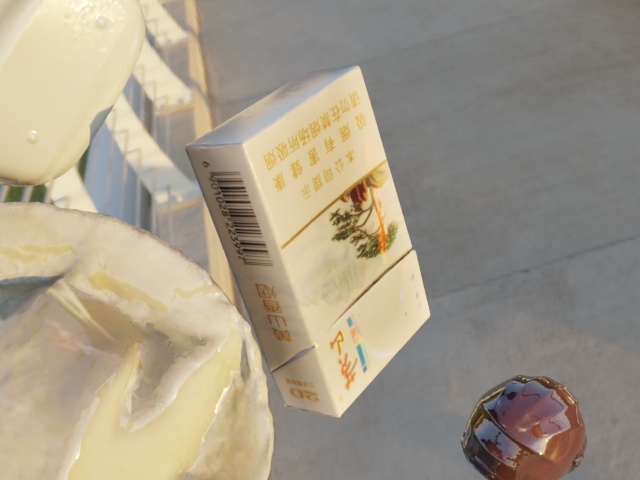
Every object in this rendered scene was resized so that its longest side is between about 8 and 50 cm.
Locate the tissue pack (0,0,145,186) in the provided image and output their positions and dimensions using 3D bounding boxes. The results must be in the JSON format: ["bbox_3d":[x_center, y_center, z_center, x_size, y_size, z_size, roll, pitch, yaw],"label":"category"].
[{"bbox_3d":[-0.326,-0.199,0.649,0.229,0.333,0.236,-59,36,-1],"label":"tissue pack"}]

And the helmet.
[{"bbox_3d":[0.182,0.156,0.709,0.123,0.070,0.098,-30,52,-32],"label":"helmet"}]

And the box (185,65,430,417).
[{"bbox_3d":[0.000,0.001,0.643,0.067,0.233,0.149,4,32,41],"label":"box"}]

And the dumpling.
[{"bbox_3d":[-0.155,0.091,0.476,0.227,0.243,0.175,-51,25,8],"label":"dumpling"}]
